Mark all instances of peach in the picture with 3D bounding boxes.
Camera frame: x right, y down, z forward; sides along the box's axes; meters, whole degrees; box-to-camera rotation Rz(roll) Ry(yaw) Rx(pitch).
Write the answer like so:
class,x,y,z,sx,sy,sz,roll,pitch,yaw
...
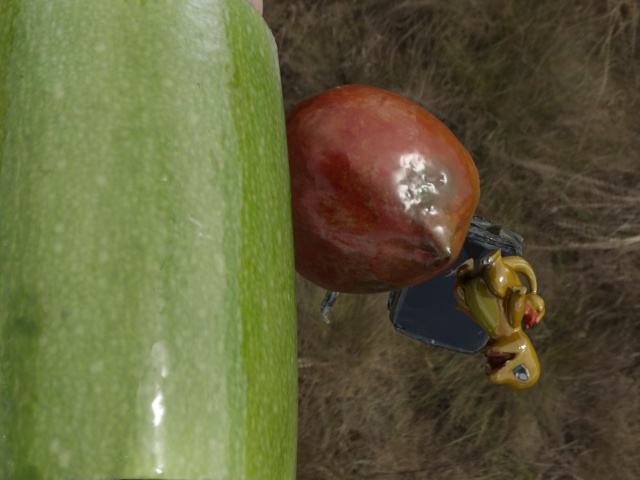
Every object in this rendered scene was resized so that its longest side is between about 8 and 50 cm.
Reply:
class,x,y,z,sx,sy,sz,roll,pitch,yaw
peach,0.059,-0.044,1.003,0.232,0.232,0.257,-16,37,-14

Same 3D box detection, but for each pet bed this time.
class,x,y,z,sx,sy,sz,roll,pitch,yaw
pet bed,0.219,0.057,1.509,0.183,0.159,0.211,17,106,1

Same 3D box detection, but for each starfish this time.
class,x,y,z,sx,sy,sz,roll,pitch,yaw
starfish,0.000,0.000,1.276,0.053,0.208,0.176,-16,58,-21

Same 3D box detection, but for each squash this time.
class,x,y,z,sx,sy,sz,roll,pitch,yaw
squash,-0.145,0.021,0.681,0.263,0.263,0.384,0,68,-9

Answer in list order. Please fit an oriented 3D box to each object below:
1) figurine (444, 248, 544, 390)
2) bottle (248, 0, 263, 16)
class,x,y,z,sx,sy,sz,roll,pitch,yaw
figurine,0.239,0.099,1.171,0.122,0.121,0.176,-7,82,-36
bottle,-0.246,-0.355,1.365,0.206,0.173,0.297,-37,44,-22
